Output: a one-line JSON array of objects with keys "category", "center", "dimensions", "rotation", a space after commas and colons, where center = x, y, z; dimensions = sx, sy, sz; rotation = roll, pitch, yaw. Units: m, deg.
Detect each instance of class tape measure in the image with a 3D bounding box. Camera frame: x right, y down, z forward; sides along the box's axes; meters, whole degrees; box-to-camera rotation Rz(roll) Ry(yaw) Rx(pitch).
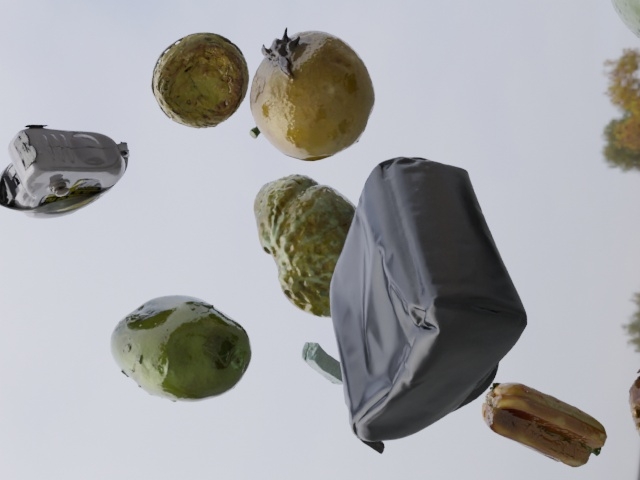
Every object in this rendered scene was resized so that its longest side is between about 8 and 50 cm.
[{"category": "tape measure", "center": [-0.462, -0.115, 1.329], "dimensions": [0.236, 0.197, 0.120], "rotation": [-9, -114, -56]}]

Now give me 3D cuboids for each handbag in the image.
[{"category": "handbag", "center": [0.130, 0.083, 0.943], "dimensions": [0.302, 0.177, 0.275], "rotation": [-101, 21, -49]}]

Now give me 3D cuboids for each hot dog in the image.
[{"category": "hot dog", "center": [0.367, 0.298, 1.222], "dimensions": [0.250, 0.076, 0.104], "rotation": [24, -66, -23]}]

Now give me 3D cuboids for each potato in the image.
[{"category": "potato", "center": [-0.227, 0.168, 1.192], "dimensions": [0.186, 0.253, 0.149], "rotation": [-17, -72, -61]}]

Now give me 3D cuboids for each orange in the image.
[{"category": "orange", "center": [0.000, 0.000, 1.732], "dimensions": [0.271, 0.210, 0.369], "rotation": [-21, -99, -53]}]

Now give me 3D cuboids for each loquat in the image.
[{"category": "loquat", "center": [-0.019, -0.270, 1.368], "dimensions": [0.244, 0.244, 0.244], "rotation": [-12, -75, -58]}]

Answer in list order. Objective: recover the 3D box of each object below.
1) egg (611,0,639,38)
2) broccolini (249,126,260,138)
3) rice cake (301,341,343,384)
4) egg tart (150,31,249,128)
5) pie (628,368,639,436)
[{"category": "egg", "center": [0.605, -0.482, 1.208], "dimensions": [0.287, 0.287, 0.379], "rotation": [29, -131, -56]}, {"category": "broccolini", "center": [-0.086, -0.313, 1.608], "dimensions": [0.054, 0.051, 0.239], "rotation": [46, -114, -32]}, {"category": "rice cake", "center": [0.015, 0.269, 1.609], "dimensions": [0.245, 0.042, 0.045], "rotation": [51, -135, -63]}, {"category": "egg tart", "center": [-0.280, -0.376, 1.745], "dimensions": [0.234, 0.094, 0.234], "rotation": [-11, -56, -17]}, {"category": "pie", "center": [0.672, 0.257, 1.267], "dimensions": [0.092, 0.315, 0.315], "rotation": [47, -134, -7]}]
